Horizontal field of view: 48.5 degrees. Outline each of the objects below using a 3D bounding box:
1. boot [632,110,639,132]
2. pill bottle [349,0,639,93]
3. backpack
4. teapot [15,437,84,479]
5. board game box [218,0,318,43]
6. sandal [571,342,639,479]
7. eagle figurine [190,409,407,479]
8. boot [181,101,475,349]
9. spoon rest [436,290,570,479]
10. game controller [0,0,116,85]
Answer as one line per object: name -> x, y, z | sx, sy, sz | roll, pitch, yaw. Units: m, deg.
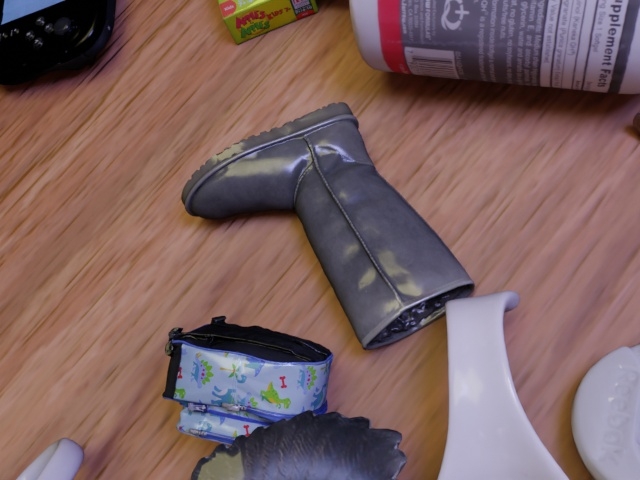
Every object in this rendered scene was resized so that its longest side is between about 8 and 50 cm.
boot -> 0.326, -0.098, 0.568 | 0.118, 0.042, 0.087 | 36, 74, 23
pill bottle -> 0.197, -0.212, 0.569 | 0.319, 0.176, 0.176 | 10, 71, 18
backpack -> -0.050, 0.109, 0.543 | 0.114, 0.105, 0.084 | 6, 92, 14
teapot -> -0.292, 0.283, 0.490 | 0.256, 0.187, 0.252 | -2, 86, -22
board game box -> -0.074, -0.303, 0.750 | 0.092, 0.043, 0.181 | -21, 65, 6
sandal -> 0.377, 0.099, 0.444 | 0.416, 0.102, 0.169 | -9, 50, 24
eagle figurine -> -0.059, 0.258, 0.392 | 0.225, 0.298, 0.226 | 28, 119, 38
boot -> -0.001, 0.000, 0.598 | 0.190, 0.076, 0.208 | -28, 71, 4
spoon rest -> 0.121, 0.165, 0.471 | 0.137, 0.084, 0.276 | -13, 69, 20
game controller -> -0.303, -0.319, 0.803 | 0.166, 0.067, 0.319 | -9, 65, 11
